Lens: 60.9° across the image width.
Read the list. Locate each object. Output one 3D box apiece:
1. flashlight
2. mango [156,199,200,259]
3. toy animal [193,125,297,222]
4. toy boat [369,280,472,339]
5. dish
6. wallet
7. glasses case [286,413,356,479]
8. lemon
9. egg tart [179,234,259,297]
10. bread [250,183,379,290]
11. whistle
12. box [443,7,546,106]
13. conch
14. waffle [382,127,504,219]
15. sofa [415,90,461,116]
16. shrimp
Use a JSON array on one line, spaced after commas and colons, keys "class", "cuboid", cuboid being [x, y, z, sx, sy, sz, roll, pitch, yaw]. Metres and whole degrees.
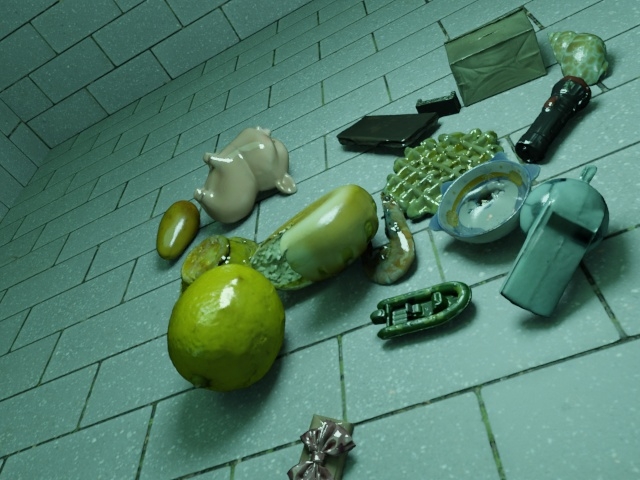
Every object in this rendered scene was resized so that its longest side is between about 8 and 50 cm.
[{"class": "flashlight", "cuboid": [0.537, -0.282, 1.269, 0.232, 0.093, 0.093, -48, 37, -17]}, {"class": "mango", "cuboid": [-0.465, -0.038, 1.774, 0.138, 0.113, 0.253, -20, 39, 24]}, {"class": "toy animal", "cuboid": [-0.238, -0.203, 1.705, 0.237, 0.269, 0.326, 35, 106, 54]}, {"class": "toy boat", "cuboid": [0.200, 0.136, 1.082, 0.210, 0.052, 0.104, -20, 35, 22]}, {"class": "dish", "cuboid": [0.362, -0.076, 1.157, 0.236, 0.086, 0.228, -11, 47, 41]}, {"class": "wallet", "cuboid": [0.191, -0.328, 1.619, 0.165, 0.042, 0.309, -42, 32, -24]}, {"class": "glasses case", "cuboid": [0.001, 0.388, 0.934, 0.102, 0.070, 0.193, -8, 43, 31]}, {"class": "lemon", "cuboid": [-0.199, 0.186, 1.181, 0.260, 0.260, 0.284, -13, 12, 28]}, {"class": "egg tart", "cuboid": [-0.286, 0.079, 1.484, 0.294, 0.123, 0.294, -23, 35, 17]}, {"class": "bread", "cuboid": [0.000, 0.000, 1.278, 0.333, 0.160, 0.333, -35, 10, 7]}, {"class": "whistle", "cuboid": [0.430, -0.009, 1.003, 0.163, 0.163, 0.290, 35, 99, 53]}, {"class": "box", "cuboid": [0.483, -0.514, 1.523, 0.231, 0.155, 0.149, -18, 39, 21]}, {"class": "conch", "cuboid": [0.659, -0.469, 1.378, 0.116, 0.106, 0.173, -27, 46, 44]}, {"class": "waffle", "cuboid": [0.298, -0.169, 1.357, 0.309, 0.056, 0.292, -5, 44, 34]}, {"class": "sofa", "cuboid": [0.340, -0.389, 1.575, 0.118, 0.060, 0.039, -6, 48, 34]}, {"class": "shrimp", "cuboid": [0.147, -0.009, 1.270, 0.143, 0.052, 0.251, -29, 42, 29]}]
